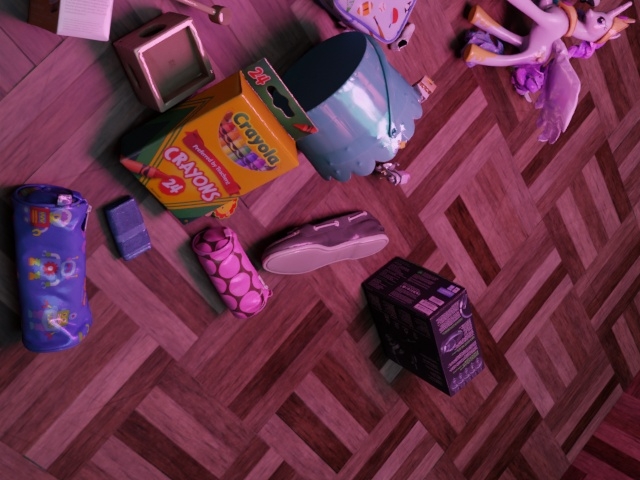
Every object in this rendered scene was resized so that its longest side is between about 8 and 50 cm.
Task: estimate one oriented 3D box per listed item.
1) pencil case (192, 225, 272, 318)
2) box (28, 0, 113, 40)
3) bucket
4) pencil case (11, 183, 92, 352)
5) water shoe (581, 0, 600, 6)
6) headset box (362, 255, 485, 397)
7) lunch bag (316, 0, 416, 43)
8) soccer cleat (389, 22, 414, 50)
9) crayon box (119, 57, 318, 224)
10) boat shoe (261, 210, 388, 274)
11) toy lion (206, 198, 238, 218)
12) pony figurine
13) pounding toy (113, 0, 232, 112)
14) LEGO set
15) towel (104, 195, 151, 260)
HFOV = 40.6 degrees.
[{"bbox_3d":[-0.183,0.064,1.810,0.098,0.095,0.209,-20,130,9],"label":"pencil case"},{"bbox_3d":[-0.400,-0.421,1.399,0.091,0.130,0.171,-1,108,-39],"label":"box"},{"bbox_3d":[0.047,-0.275,1.743,0.281,0.281,0.183,-51,123,-11],"label":"bucket"},{"bbox_3d":[-0.473,0.048,1.538,0.133,0.119,0.306,-2,112,-15],"label":"pencil case"},{"bbox_3d":[0.643,-0.651,2.230,0.203,0.073,0.080,28,111,-39],"label":"water shoe"},{"bbox_3d":[0.258,0.218,2.135,0.131,0.246,0.283,-35,126,-23],"label":"headset box"},{"bbox_3d":[0.122,-0.566,1.777,0.243,0.115,0.304,22,98,-46],"label":"lunch bag"},{"bbox_3d":[0.189,-0.455,1.941,0.083,0.035,0.029,-47,131,-15],"label":"soccer cleat"},{"bbox_3d":[-0.183,-0.177,1.597,0.318,0.081,0.202,-27,132,16],"label":"crayon box"},{"bbox_3d":[0.000,0.000,1.950,0.335,0.096,0.112,-9,149,-33],"label":"boat shoe"},{"bbox_3d":[-0.208,-0.092,1.767,0.096,0.034,0.100,-11,114,-44],"label":"toy lion"},{"bbox_3d":[0.523,-0.456,2.058,0.363,0.303,0.351,13,127,-17],"label":"pony figurine"},{"bbox_3d":[-0.261,-0.367,1.561,0.206,0.094,0.181,-37,128,-23],"label":"pounding toy"},{"bbox_3d":[0.193,-0.273,1.956,0.107,0.132,0.287,-23,143,-38],"label":"LEGO set"},{"bbox_3d":[-0.370,-0.023,1.659,0.067,0.029,0.120,-30,126,-27],"label":"towel"}]
